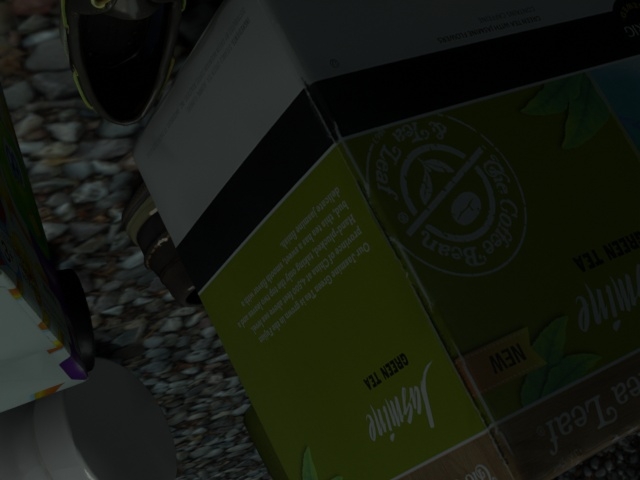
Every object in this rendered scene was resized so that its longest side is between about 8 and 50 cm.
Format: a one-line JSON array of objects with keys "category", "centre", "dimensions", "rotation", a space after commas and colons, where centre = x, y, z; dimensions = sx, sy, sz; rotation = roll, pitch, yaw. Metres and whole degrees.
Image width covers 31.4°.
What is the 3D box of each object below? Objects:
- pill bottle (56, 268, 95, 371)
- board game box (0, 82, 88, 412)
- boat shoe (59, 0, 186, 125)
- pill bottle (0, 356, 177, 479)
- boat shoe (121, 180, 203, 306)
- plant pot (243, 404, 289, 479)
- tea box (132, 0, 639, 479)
[{"category": "pill bottle", "centre": [-0.309, 0.089, 0.958], "dimensions": [0.219, 0.123, 0.123], "rotation": [-11, 155, -23]}, {"category": "board game box", "centre": [-0.225, -0.054, 0.526], "dimensions": [0.144, 0.275, 0.142], "rotation": [-20, 157, -5]}, {"category": "boat shoe", "centre": [-0.114, -0.154, 0.665], "dimensions": [0.081, 0.069, 0.228], "rotation": [-14, 156, -17]}, {"category": "pill bottle", "centre": [-0.346, 0.281, 1.236], "dimensions": [0.363, 0.210, 0.210], "rotation": [-32, 155, 21]}, {"category": "boat shoe", "centre": [0.000, 0.000, 1.017], "dimensions": [0.355, 0.130, 0.132], "rotation": [-7, 153, -29]}, {"category": "plant pot", "centre": [0.064, 0.346, 1.618], "dimensions": [0.274, 0.293, 0.275], "rotation": [-18, 156, -8]}, {"category": "tea box", "centre": [0.108, -0.012, 0.755], "dimensions": [0.329, 0.323, 0.220], "rotation": [-20, 166, -35]}]
